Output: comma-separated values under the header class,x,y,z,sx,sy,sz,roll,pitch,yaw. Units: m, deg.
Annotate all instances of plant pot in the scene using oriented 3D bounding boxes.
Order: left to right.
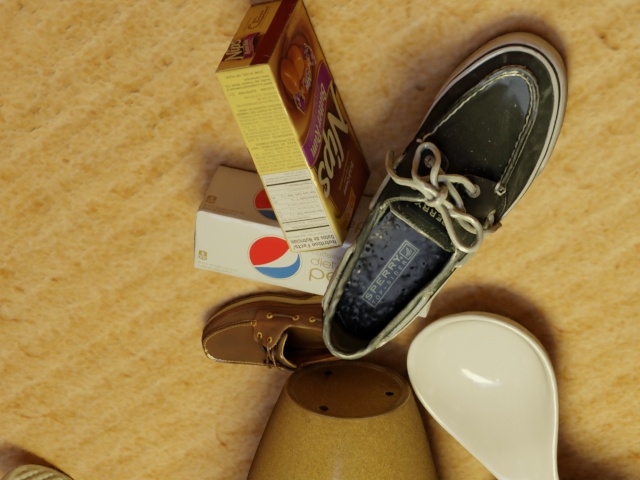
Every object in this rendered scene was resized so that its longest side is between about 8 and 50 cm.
class,x,y,z,sx,sy,sz,roll,pitch,yaw
plant pot,0.019,0.251,1.777,0.237,0.237,0.254,6,115,12

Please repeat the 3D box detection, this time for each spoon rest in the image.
class,x,y,z,sx,sy,sz,roll,pitch,yaw
spoon rest,0.185,0.174,1.737,0.137,0.084,0.276,-23,118,30

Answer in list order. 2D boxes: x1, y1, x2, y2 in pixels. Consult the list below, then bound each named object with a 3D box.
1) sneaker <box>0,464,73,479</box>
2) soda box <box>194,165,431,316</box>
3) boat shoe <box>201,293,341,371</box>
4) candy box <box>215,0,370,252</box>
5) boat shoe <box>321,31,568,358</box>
class,x,y,z,sx,sy,sz,roll,pitch,yaw
sneaker,-0.281,0.364,2.020,0.161,0.102,0.282,-24,117,34
soda box,0.000,0.000,1.664,0.216,0.074,0.069,12,129,8
boat shoe,-0.035,0.089,1.753,0.178,0.060,0.064,-8,124,23
candy box,-0.020,-0.096,1.574,0.053,0.109,0.186,-7,125,22
boat shoe,0.094,-0.033,1.535,0.113,0.105,0.306,40,107,0
